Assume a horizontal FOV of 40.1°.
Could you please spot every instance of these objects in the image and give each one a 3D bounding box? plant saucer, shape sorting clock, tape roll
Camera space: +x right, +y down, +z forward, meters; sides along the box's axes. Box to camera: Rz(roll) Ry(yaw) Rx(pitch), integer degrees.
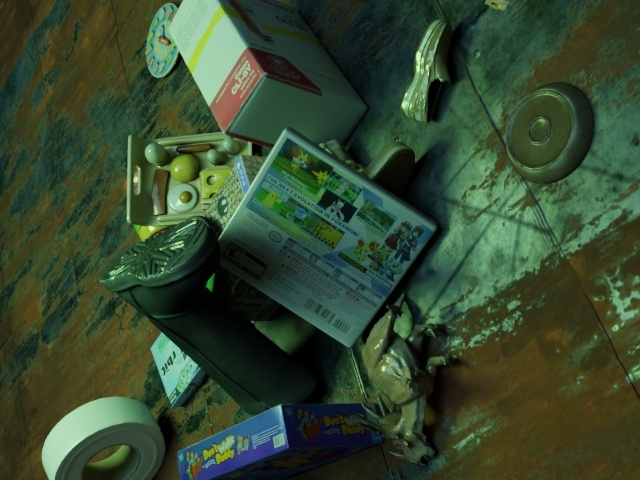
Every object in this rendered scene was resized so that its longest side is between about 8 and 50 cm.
[{"bbox_3d":[0.363,-0.177,1.424,0.168,0.029,0.169,-12,74,47],"label":"plant saucer"},{"bbox_3d":[-0.435,-0.554,2.424,0.206,0.040,0.206,-13,73,48],"label":"shape sorting clock"},{"bbox_3d":[-0.526,0.521,2.143,0.100,0.286,0.286,45,117,44],"label":"tape roll"}]

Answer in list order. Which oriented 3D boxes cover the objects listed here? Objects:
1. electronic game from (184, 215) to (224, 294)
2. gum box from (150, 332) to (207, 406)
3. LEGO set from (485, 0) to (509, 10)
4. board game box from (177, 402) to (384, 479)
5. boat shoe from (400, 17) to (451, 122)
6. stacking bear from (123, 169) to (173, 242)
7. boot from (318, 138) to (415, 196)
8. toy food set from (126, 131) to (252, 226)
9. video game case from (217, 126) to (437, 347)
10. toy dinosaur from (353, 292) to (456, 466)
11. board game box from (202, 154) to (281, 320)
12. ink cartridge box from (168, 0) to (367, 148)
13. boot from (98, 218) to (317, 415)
[{"bbox_3d":[-0.267,0.060,1.880,0.229,0.048,0.229,-6,83,57],"label":"electronic game"},{"bbox_3d":[-0.344,0.289,2.157,0.157,0.041,0.184,-52,49,29],"label":"gum box"},{"bbox_3d":[0.297,-0.512,1.500,0.107,0.132,0.287,-18,75,56],"label":"LEGO set"},{"bbox_3d":[-0.082,0.398,1.680,0.347,0.233,0.078,-32,60,41],"label":"board game box"},{"bbox_3d":[0.212,-0.308,1.608,0.072,0.068,0.190,31,117,35],"label":"boat shoe"},{"bbox_3d":[-0.376,-0.031,2.174,0.175,0.164,0.289,-46,57,42],"label":"stacking bear"},{"bbox_3d":[0.068,-0.138,1.710,0.262,0.095,0.203,-59,43,38],"label":"boot"},{"bbox_3d":[-0.304,-0.157,2.059,0.306,0.092,0.220,-4,77,11],"label":"toy food set"},{"bbox_3d":[0.000,0.000,1.629,0.300,0.329,0.036,-56,2,21],"label":"video game case"},{"bbox_3d":[0.129,0.237,1.556,0.200,0.127,0.296,-51,42,40],"label":"toy dinosaur"},{"bbox_3d":[-0.139,0.002,1.860,0.291,0.141,0.232,-52,47,43],"label":"board game box"},{"bbox_3d":[-0.119,-0.364,1.829,0.160,0.279,0.385,-54,47,27],"label":"ink cartridge box"},{"bbox_3d":[-0.172,0.171,1.678,0.367,0.445,0.146,-8,39,55],"label":"boot"}]
